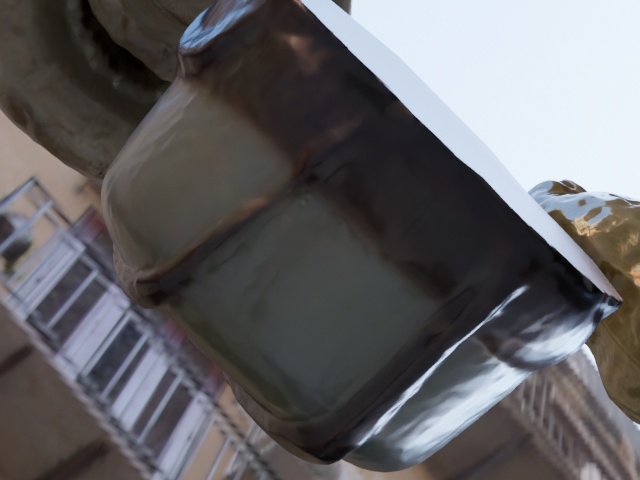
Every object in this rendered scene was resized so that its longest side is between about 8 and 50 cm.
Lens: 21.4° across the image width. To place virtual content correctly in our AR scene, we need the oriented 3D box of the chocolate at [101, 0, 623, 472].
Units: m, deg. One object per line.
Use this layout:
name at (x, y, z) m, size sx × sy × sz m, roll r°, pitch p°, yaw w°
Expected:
chocolate at (0.000, 0.000, 0.891) m, size 0.186 × 0.283 × 0.283 m, roll -44°, pitch -83°, yaw 10°

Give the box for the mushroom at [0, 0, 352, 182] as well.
mushroom at (-0.111, -0.171, 1.194) m, size 0.292 × 0.290 × 0.292 m, roll -2°, pitch -81°, yaw -11°

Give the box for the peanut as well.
peanut at (0.229, 0.048, 1.160) m, size 0.130 × 0.290 × 0.130 m, roll -18°, pitch -50°, yaw -23°
